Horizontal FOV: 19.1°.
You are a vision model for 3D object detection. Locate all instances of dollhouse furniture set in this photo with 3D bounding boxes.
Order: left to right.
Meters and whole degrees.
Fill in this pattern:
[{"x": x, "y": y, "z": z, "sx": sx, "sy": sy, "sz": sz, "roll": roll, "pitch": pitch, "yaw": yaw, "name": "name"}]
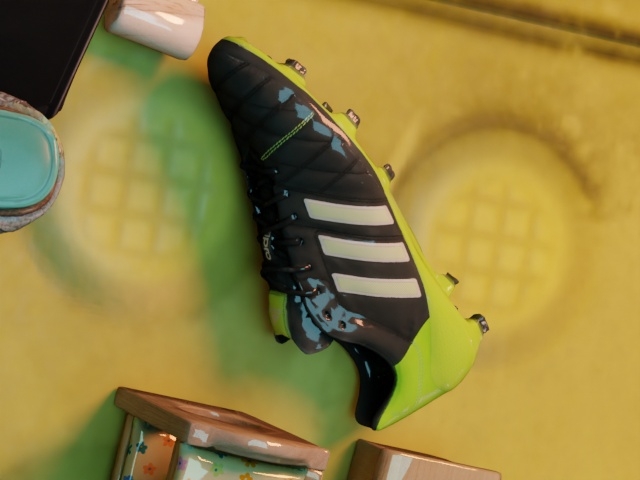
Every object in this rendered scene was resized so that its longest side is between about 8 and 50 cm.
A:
[{"x": -0.013, "y": 0.168, "z": 0.753, "sx": 0.161, "sy": 0.101, "sz": 0.181, "roll": 14, "pitch": 89, "yaw": -24, "name": "dollhouse furniture set"}]

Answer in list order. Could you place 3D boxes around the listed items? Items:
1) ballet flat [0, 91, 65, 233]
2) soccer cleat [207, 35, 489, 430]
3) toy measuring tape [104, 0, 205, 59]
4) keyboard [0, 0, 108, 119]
[{"x": -0.188, "y": -0.035, "z": 0.683, "sx": 0.188, "sy": 0.070, "sz": 0.070, "roll": 15, "pitch": 88, "yaw": -20, "name": "ballet flat"}, {"x": 0.000, "y": 0.000, "z": 0.769, "sx": 0.072, "sy": 0.060, "sz": 0.179, "roll": -40, "pitch": 111, "yaw": -14, "name": "soccer cleat"}, {"x": -0.005, "y": -0.230, "z": 0.718, "sx": 0.121, "sy": 0.121, "sz": 0.330, "roll": 18, "pitch": 87, "yaw": -23, "name": "toy measuring tape"}, {"x": -0.208, "y": -0.140, "z": 0.629, "sx": 0.317, "sy": 0.033, "sz": 0.201, "roll": 11, "pitch": 133, "yaw": -25, "name": "keyboard"}]
